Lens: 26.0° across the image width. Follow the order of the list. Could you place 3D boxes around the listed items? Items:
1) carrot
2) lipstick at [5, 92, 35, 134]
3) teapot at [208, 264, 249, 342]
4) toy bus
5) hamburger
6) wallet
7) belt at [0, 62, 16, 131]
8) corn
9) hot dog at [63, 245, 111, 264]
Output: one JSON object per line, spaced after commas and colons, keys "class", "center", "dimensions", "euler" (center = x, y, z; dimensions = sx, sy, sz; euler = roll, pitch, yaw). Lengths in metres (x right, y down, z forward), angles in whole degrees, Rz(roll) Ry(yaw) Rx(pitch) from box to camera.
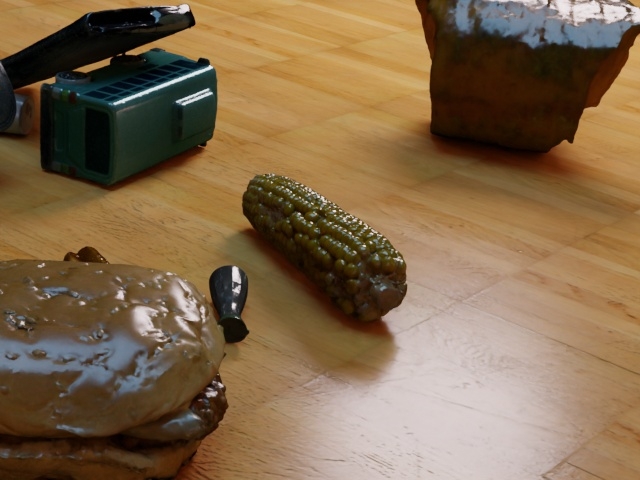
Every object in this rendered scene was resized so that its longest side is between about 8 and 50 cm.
{"class": "carrot", "center": [0.296, -0.255, 2.051], "dimensions": [0.341, 0.241, 0.241], "euler": [8, 23, 10]}
{"class": "lipstick", "center": [-0.533, -0.194, 1.933], "dimensions": [0.264, 0.059, 0.059], "euler": [10, 23, 8]}
{"class": "teapot", "center": [-0.095, 0.068, 1.452], "dimensions": [0.043, 0.042, 0.110], "euler": [3, 25, -7]}
{"class": "toy bus", "center": [-0.249, -0.170, 1.862], "dimensions": [0.147, 0.128, 0.256], "euler": [17, 26, 26]}
{"class": "hamburger", "center": [-0.223, 0.107, 1.202], "dimensions": [0.283, 0.144, 0.259], "euler": [7, 19, -13]}
{"class": "wallet", "center": [-0.357, -0.261, 1.942], "dimensions": [0.379, 0.046, 0.191], "euler": [-12, 5, 45]}
{"class": "belt", "center": [-0.505, -0.189, 1.742], "dimensions": [0.268, 0.206, 0.116], "euler": [25, 26, 13]}
{"class": "corn", "center": [0.000, 0.000, 1.573], "dimensions": [0.097, 0.097, 0.320], "euler": [-7, 24, -27]}
{"class": "hot dog", "center": [-0.245, 0.039, 1.494], "dimensions": [0.049, 0.037, 0.122], "euler": [-16, 24, -20]}
